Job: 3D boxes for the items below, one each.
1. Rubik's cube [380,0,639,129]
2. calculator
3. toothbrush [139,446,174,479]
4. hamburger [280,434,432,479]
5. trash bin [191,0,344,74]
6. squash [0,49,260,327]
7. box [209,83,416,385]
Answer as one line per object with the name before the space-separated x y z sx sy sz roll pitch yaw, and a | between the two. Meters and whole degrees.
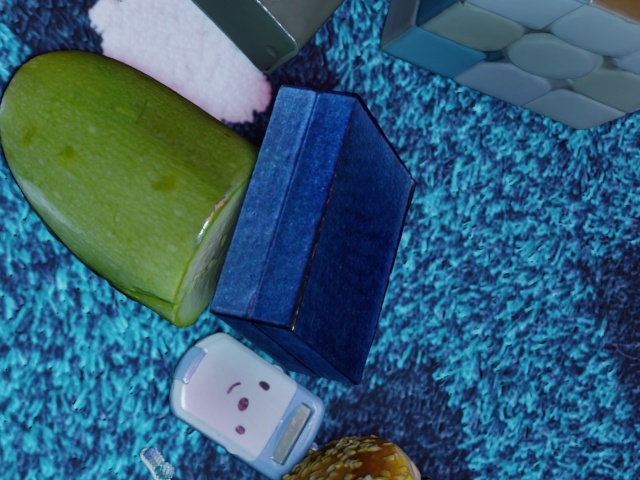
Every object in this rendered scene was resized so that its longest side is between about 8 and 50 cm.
Rubik's cube | 0.324 -0.380 1.667 0.346 0.347 0.344 20 76 -21
calculator | -0.086 0.202 1.569 0.210 0.039 0.121 37 71 -15
toothbrush | -0.119 0.366 1.539 0.030 0.030 0.304 -39 101 -23
hamburger | 0.047 0.369 1.475 0.225 0.291 0.291 36 70 -24
trash bin | -0.030 -0.355 1.635 0.164 0.122 0.240 47 65 -11
squash | -0.232 -0.082 1.537 0.309 0.210 0.234 31 70 13
box | 0.000 0.000 1.518 0.116 0.261 0.279 11 74 24
